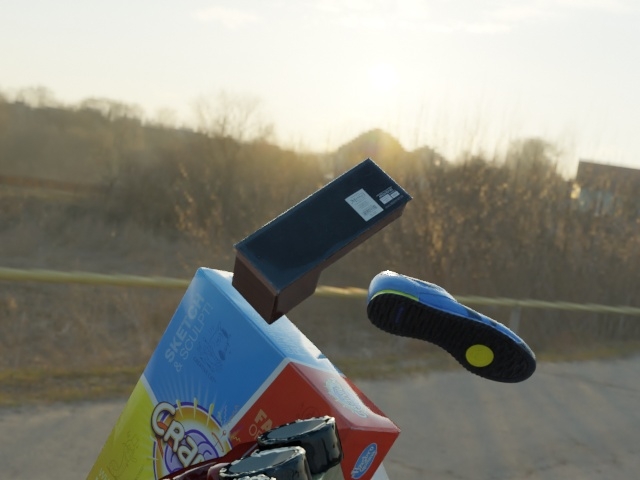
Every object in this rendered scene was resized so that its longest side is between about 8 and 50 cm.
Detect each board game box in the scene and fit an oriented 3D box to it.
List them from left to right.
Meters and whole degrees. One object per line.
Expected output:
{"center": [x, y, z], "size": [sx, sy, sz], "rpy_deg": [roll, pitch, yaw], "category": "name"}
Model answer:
{"center": [-0.098, 0.220, 0.874], "size": [0.064, 0.316, 0.242], "rpy_deg": [15, 19, -47], "category": "board game box"}

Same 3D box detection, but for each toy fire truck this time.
{"center": [-0.105, 0.231, 0.636], "size": [0.246, 0.158, 0.217], "rpy_deg": [-13, 1, 15], "category": "toy fire truck"}

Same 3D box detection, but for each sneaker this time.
{"center": [0.154, 0.091, 1.125], "size": [0.209, 0.069, 0.082], "rpy_deg": [24, 30, 0], "category": "sneaker"}

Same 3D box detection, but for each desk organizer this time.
{"center": [0.000, 0.000, 0.693], "size": [0.130, 0.050, 0.047], "rpy_deg": [-35, 68, -29], "category": "desk organizer"}

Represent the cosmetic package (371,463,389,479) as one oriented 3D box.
{"center": [-0.056, 0.312, 1.250], "size": [0.225, 0.224, 0.138], "rpy_deg": [51, 8, -29], "category": "cosmetic package"}
